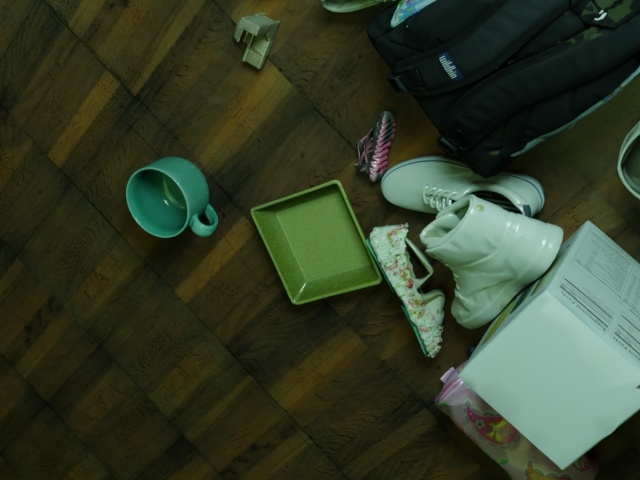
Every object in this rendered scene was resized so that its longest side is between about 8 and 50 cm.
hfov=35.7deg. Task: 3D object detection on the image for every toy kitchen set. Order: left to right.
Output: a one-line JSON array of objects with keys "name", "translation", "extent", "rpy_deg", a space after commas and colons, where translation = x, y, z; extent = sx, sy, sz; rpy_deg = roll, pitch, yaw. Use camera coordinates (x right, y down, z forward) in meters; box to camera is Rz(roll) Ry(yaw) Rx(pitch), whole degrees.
[{"name": "toy kitchen set", "translation": [-0.120, -0.321, 1.577], "extent": [0.068, 0.075, 0.083], "rpy_deg": [31, 118, 13]}]

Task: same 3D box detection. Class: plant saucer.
[{"name": "plant saucer", "translation": [0.000, 0.000, 1.678], "extent": [0.188, 0.045, 0.188], "rpy_deg": [-17, 103, 33]}]

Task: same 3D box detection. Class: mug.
[{"name": "mug", "translation": [-0.254, -0.070, 1.747], "extent": [0.129, 0.097, 0.157], "rpy_deg": [-21, 102, 32]}]

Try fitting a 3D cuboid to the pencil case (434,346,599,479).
[{"name": "pencil case", "translation": [0.314, 0.311, 1.617], "extent": [0.284, 0.124, 0.124], "rpy_deg": [42, 124, 6]}]

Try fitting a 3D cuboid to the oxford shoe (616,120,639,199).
[{"name": "oxford shoe", "translation": [0.533, -0.198, 1.245], "extent": [0.169, 0.130, 0.449], "rpy_deg": [40, 128, 7]}]

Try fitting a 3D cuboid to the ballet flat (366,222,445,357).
[{"name": "ballet flat", "translation": [0.156, 0.079, 1.615], "extent": [0.077, 0.091, 0.241], "rpy_deg": [-25, 103, 10]}]

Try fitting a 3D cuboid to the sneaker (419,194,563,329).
[{"name": "sneaker", "translation": [0.219, 0.026, 1.480], "extent": [0.169, 0.108, 0.292], "rpy_deg": [24, 148, -5]}]

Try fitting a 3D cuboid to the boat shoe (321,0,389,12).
[{"name": "boat shoe", "translation": [0.094, -0.370, 1.354], "extent": [0.302, 0.109, 0.094], "rpy_deg": [9, 86, 65]}]

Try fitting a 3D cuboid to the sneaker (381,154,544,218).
[{"name": "sneaker", "translation": [0.206, -0.072, 1.510], "extent": [0.258, 0.091, 0.094], "rpy_deg": [5, 114, 25]}]

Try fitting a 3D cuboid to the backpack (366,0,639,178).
[{"name": "backpack", "translation": [0.285, -0.283, 1.287], "extent": [0.290, 0.273, 0.355], "rpy_deg": [49, 151, -7]}]

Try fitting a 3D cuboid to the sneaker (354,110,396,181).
[{"name": "sneaker", "translation": [0.082, -0.153, 1.572], "extent": [0.057, 0.047, 0.119], "rpy_deg": [28, 122, 27]}]

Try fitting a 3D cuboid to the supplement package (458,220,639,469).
[{"name": "supplement package", "translation": [0.365, 0.142, 1.420], "extent": [0.198, 0.263, 0.199], "rpy_deg": [42, 124, 5]}]
